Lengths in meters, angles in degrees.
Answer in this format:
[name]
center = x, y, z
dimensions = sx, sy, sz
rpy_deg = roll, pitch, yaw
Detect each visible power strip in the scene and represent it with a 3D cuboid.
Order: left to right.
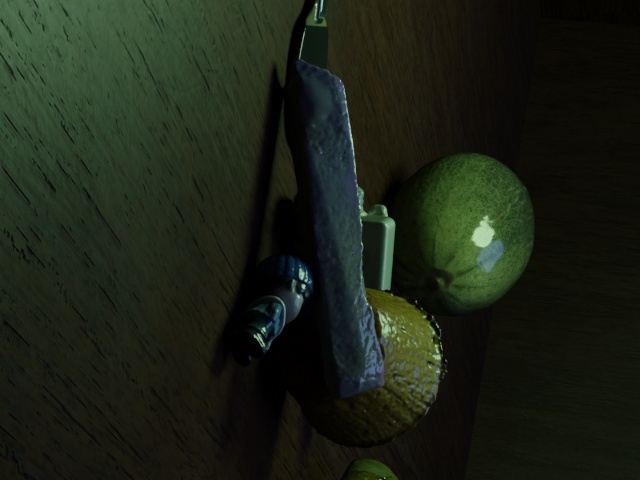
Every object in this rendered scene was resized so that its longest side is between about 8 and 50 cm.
[power strip]
center = 0.044, 0.094, 2.182
dimensions = 0.058, 0.098, 0.338
rpy_deg = -25, 121, -71

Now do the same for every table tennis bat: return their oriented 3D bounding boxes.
[table tennis bat]
center = -0.010, -0.246, 1.960
dimensions = 0.154, 0.021, 0.274
rpy_deg = -24, 122, -75

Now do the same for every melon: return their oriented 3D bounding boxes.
[melon]
center = 0.223, -0.007, 2.575
dimensions = 0.329, 0.249, 0.248
rpy_deg = -51, 145, -57

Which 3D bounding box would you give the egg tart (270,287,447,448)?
[egg tart]
center = 0.040, 0.149, 1.990
dimensions = 0.171, 0.215, 0.215
rpy_deg = 37, 60, -62

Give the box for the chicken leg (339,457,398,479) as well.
[chicken leg]
center = 0.032, 0.399, 2.201
dimensions = 0.429, 0.153, 0.201
rpy_deg = 33, 72, -67

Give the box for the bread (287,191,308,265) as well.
[bread]
center = 0.000, 0.000, 1.982
dimensions = 0.157, 0.083, 0.094
rpy_deg = 42, 58, -71

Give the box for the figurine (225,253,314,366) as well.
[figurine]
center = -0.060, 0.080, 1.811
dimensions = 0.086, 0.087, 0.149
rpy_deg = -35, -170, 43

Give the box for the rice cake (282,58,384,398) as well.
[rice cake]
center = 0.015, -0.015, 1.862
dimensions = 0.064, 0.070, 0.399
rpy_deg = 166, -84, -71
